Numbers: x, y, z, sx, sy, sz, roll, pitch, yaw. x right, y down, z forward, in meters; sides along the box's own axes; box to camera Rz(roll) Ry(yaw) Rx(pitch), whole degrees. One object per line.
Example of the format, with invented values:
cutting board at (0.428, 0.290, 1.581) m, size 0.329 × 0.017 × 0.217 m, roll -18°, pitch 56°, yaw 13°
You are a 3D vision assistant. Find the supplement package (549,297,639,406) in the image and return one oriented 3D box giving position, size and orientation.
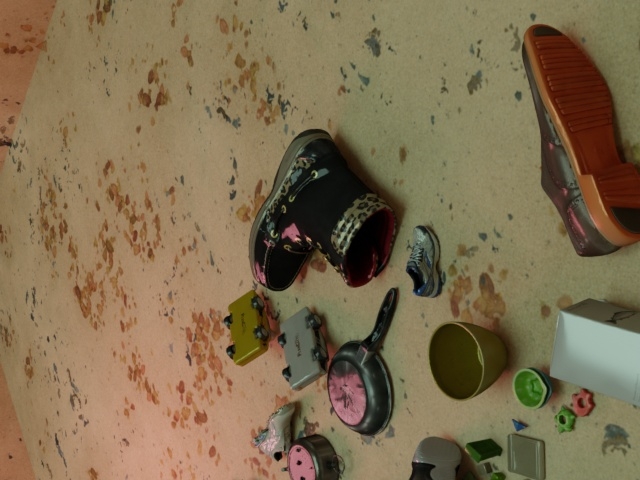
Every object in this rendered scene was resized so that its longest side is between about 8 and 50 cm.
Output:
supplement package at (0.434, 0.160, 1.381) m, size 0.179 × 0.105 × 0.105 m, roll 16°, pitch 108°, yaw 37°

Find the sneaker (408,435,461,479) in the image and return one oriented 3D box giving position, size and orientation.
sneaker at (0.177, 0.475, 1.706) m, size 0.101 × 0.268 × 0.153 m, roll 17°, pitch 121°, yaw 15°

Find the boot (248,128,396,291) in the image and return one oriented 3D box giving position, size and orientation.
boot at (0.000, 0.000, 1.967) m, size 0.284 × 0.138 × 0.377 m, roll 46°, pitch 123°, yaw 41°

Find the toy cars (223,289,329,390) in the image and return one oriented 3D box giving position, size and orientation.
toy cars at (-0.088, 0.225, 2.141) m, size 0.393 × 0.087 × 0.176 m, roll 13°, pitch 68°, yaw 51°

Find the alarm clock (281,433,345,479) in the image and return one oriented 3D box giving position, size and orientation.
alarm clock at (-0.009, 0.484, 2.094) m, size 0.192 × 0.064 × 0.129 m, roll -21°, pitch 77°, yaw 49°

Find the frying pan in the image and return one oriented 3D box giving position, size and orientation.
frying pan at (0.099, 0.264, 1.935) m, size 0.197 × 0.053 × 0.326 m, roll 63°, pitch 141°, yaw 26°

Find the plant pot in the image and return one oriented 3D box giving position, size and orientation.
plant pot at (0.262, 0.199, 1.658) m, size 0.134 × 0.095 × 0.134 m, roll 10°, pitch 102°, yaw 52°

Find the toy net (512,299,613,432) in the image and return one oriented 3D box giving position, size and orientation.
toy net at (0.393, 0.195, 1.520) m, size 0.122 × 0.045 × 0.232 m, roll 54°, pitch 134°, yaw 36°

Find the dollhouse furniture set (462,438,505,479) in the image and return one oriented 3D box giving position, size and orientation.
dollhouse furniture set at (0.269, 0.423, 1.705) m, size 0.076 × 0.058 × 0.152 m, roll 42°, pitch 126°, yaw 44°

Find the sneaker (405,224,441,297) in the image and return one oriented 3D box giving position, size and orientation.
sneaker at (0.184, 0.039, 1.777) m, size 0.052 × 0.058 × 0.135 m, roll -16°, pitch 80°, yaw 53°

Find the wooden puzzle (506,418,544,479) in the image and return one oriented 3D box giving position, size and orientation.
wooden puzzle at (0.345, 0.364, 1.634) m, size 0.078 × 0.014 × 0.116 m, roll 13°, pitch 104°, yaw 48°

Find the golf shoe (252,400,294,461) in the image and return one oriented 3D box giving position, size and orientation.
golf shoe at (-0.085, 0.433, 2.203) m, size 0.086 × 0.069 × 0.176 m, roll 45°, pitch 135°, yaw 17°

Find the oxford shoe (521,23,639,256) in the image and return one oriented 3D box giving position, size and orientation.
oxford shoe at (0.363, -0.148, 1.458) m, size 0.132 × 0.130 × 0.364 m, roll -38°, pitch 64°, yaw 56°
